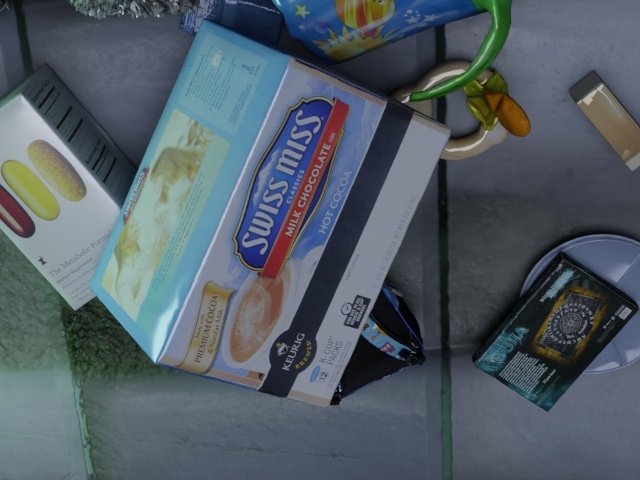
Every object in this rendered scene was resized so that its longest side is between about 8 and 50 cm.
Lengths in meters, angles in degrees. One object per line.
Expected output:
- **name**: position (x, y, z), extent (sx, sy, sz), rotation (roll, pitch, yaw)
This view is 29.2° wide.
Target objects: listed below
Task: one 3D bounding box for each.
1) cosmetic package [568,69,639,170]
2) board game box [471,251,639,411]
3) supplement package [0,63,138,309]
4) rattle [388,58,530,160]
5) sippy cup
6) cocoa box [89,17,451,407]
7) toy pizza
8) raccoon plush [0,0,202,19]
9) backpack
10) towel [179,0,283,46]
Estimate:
- **cosmetic package**: position (0.352, -0.144, 1.477), extent (0.041, 0.060, 0.115), rotation (-39, 106, 16)
- **board game box**: position (0.300, 0.119, 1.574), extent (0.126, 0.026, 0.186), rotation (33, 110, -12)
- **supplement package**: position (-0.314, -0.065, 1.479), extent (0.139, 0.134, 0.244), rotation (-35, 109, 14)
- **rattle**: position (0.133, -0.131, 1.448), extent (0.199, 0.143, 0.130), rotation (-5, 132, -3)
- **sippy cup**: position (0.062, -0.311, 1.330), extent (0.224, 0.305, 0.240), rotation (-28, 139, 24)
- **cocoa box**: position (-0.064, -0.033, 1.356), extent (0.228, 0.231, 0.347), rotation (19, 99, -34)
- **toy pizza**: position (0.356, 0.081, 1.591), extent (0.201, 0.032, 0.201), rotation (0, 113, 0)
- **raccoon plush**: position (-0.247, -0.291, 1.276), extent (0.446, 0.299, 0.216), rotation (-31, 101, 13)
- **backpack**: position (0.030, 0.097, 1.549), extent (0.158, 0.117, 0.173), rotation (-28, 116, 14)
- **towel**: position (-0.103, -0.264, 1.447), extent (0.119, 0.029, 0.067), rotation (14, 113, -5)
